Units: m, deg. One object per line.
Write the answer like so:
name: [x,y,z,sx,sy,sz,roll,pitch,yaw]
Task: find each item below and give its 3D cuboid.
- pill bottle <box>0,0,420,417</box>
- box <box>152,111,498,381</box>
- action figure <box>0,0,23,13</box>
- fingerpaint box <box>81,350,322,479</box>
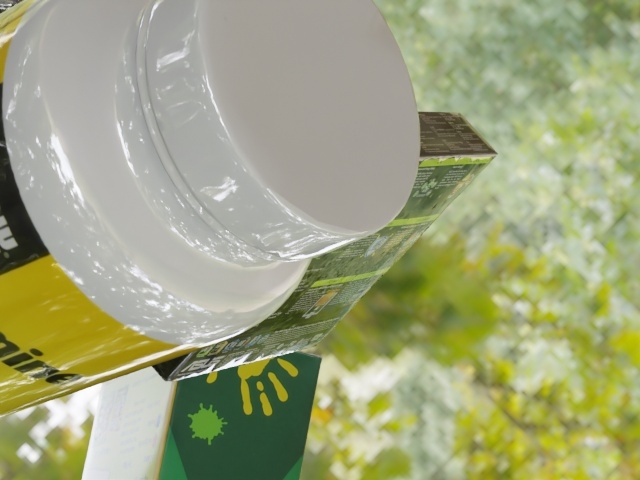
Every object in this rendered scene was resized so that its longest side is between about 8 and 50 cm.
pill bottle: [-0.122,-0.023,0.850,0.334,0.188,0.188,-21,121,38]
box: [0.000,0.000,1.021,0.045,0.184,0.191,47,-158,17]
action figure: [-0.345,-0.244,1.716,0.285,0.185,0.099,-4,-93,-71]
fingerpaint box: [-0.163,0.317,1.954,0.163,0.371,0.445,14,165,-16]
